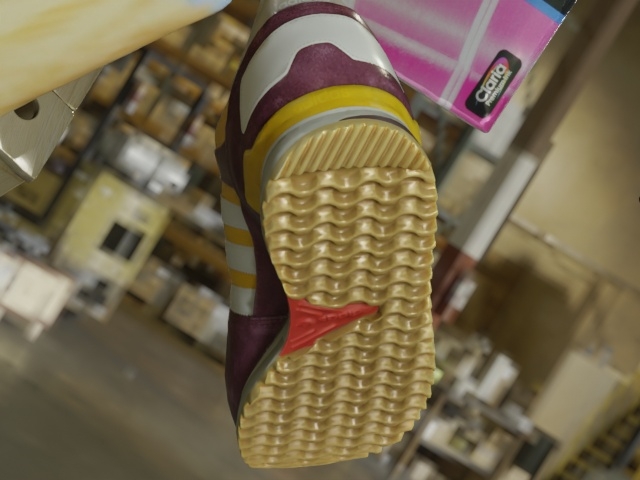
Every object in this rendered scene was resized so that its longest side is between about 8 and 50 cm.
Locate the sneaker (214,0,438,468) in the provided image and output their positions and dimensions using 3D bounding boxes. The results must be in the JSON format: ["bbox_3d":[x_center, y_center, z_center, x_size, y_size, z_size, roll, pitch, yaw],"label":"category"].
[{"bbox_3d":[0.000,0.000,0.608,0.070,0.185,0.084,-5,51,-12],"label":"sneaker"}]

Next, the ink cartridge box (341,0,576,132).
[{"bbox_3d":[0.004,-0.231,1.140,0.371,0.175,0.069,31,7,-23],"label":"ink cartridge box"}]

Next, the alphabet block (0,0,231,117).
[{"bbox_3d":[-0.155,-0.140,0.505,0.192,0.197,0.193,48,27,-39],"label":"alphabet block"}]

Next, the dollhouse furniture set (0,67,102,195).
[{"bbox_3d":[-0.269,-0.129,1.319,0.184,0.129,0.129,39,-32,-19],"label":"dollhouse furniture set"}]
